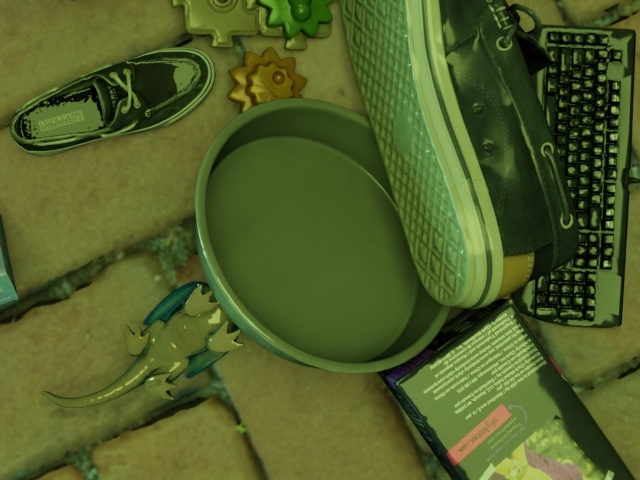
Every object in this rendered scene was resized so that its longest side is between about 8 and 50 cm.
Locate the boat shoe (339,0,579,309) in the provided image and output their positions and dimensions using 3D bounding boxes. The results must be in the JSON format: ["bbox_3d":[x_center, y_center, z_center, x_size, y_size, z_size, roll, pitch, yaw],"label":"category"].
[{"bbox_3d":[0.135,-0.181,1.580,0.156,0.187,0.500,-10,79,-22],"label":"boat shoe"}]

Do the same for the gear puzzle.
[{"bbox_3d":[-0.065,-0.282,1.622,0.176,0.044,0.338,0,88,-17],"label":"gear puzzle"}]

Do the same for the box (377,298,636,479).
[{"bbox_3d":[0.196,0.205,1.583,0.143,0.165,0.270,-34,92,-4],"label":"box"}]

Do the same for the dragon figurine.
[{"bbox_3d":[-0.134,0.093,1.600,0.289,0.144,0.085,-37,91,14],"label":"dragon figurine"}]

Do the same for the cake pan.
[{"bbox_3d":[0.000,0.000,1.566,0.293,0.054,0.293,14,61,-26],"label":"cake pan"}]

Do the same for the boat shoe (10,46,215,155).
[{"bbox_3d":[-0.209,-0.140,1.610,0.219,0.070,0.077,-22,90,-6],"label":"boat shoe"}]

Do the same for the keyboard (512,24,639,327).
[{"bbox_3d":[0.308,-0.066,1.669,0.202,0.033,0.317,3,89,-5],"label":"keyboard"}]

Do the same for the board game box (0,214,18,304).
[{"bbox_3d":[-0.409,0.041,1.550,0.212,0.160,0.039,-20,124,-6],"label":"board game box"}]
